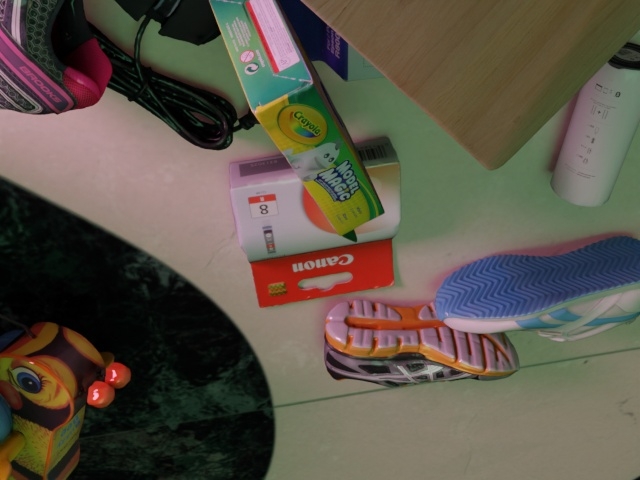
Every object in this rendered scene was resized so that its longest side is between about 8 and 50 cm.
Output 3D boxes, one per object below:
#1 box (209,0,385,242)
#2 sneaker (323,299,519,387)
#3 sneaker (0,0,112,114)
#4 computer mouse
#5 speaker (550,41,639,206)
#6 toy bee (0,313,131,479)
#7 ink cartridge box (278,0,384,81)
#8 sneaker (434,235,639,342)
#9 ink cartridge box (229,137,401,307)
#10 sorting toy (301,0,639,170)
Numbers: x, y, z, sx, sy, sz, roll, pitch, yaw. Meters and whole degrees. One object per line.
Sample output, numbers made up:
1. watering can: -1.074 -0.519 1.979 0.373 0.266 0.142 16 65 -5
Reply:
1. box: -0.007 -0.077 0.488 0.043 0.105 0.179 -25 149 5
2. sneaker: 0.103 0.116 0.762 0.215 0.084 0.083 10 130 -8
3. sneaker: -0.171 -0.210 0.389 0.112 0.121 0.299 10 130 0
4. computer mouse: -0.058 -0.157 0.479 0.184 0.060 0.262 31 127 -30
5. speaker: 0.242 -0.097 0.623 0.055 0.055 0.136 -3 129 -9
6. toy bee: -0.247 0.140 0.621 0.162 0.195 0.298 14 142 13
7. ink cartridge box: 0.061 -0.219 0.489 0.224 0.045 0.223 -7 131 -5
8. sneaker: 0.230 0.065 0.737 0.228 0.087 0.092 -8 133 -3
9. ink cartridge box: 0.000 0.000 0.662 0.145 0.045 0.179 -10 128 -3
10. sorting toy: 0.102 -0.209 0.398 0.257 0.089 0.255 -47 132 14
